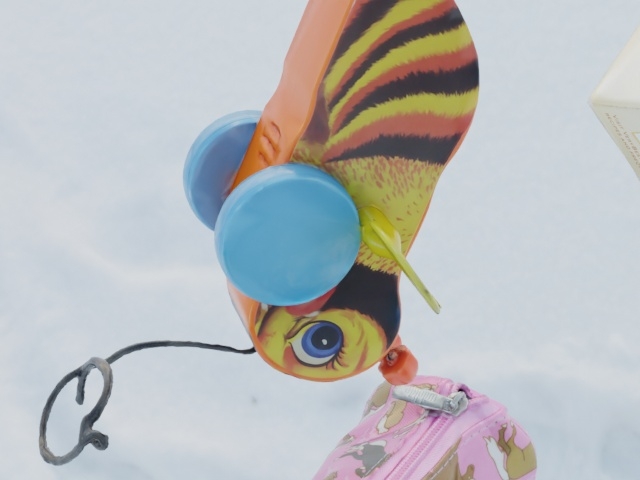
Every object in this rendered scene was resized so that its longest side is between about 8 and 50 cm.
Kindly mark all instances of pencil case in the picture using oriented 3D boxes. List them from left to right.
[{"bbox_3d":[0.008,0.249,0.938,0.160,0.167,0.386,-11,22,43],"label":"pencil case"}]

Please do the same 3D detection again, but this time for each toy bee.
[{"bbox_3d":[0.000,0.000,0.682,0.298,0.162,0.195,-44,35,31],"label":"toy bee"}]

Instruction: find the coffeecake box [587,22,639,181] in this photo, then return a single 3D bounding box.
[{"bbox_3d":[0.190,-0.063,0.346,0.185,0.068,0.142,12,61,52],"label":"coffeecake box"}]
